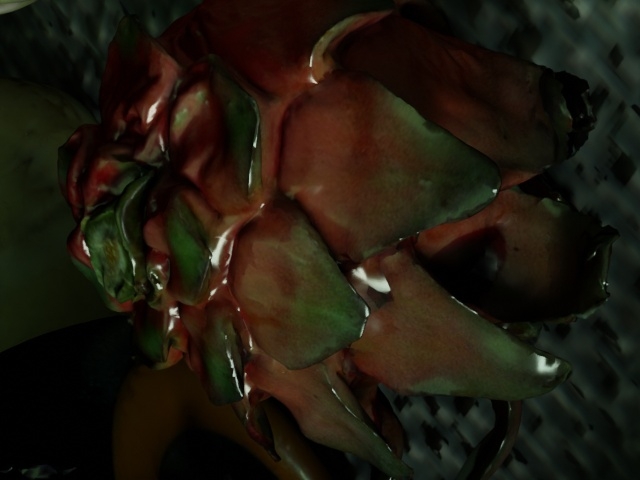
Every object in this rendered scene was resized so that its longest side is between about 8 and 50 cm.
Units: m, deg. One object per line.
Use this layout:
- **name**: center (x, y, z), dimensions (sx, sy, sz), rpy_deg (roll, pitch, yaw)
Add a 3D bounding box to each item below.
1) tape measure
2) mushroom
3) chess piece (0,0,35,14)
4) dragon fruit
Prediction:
- **tape measure**: center (-0.044, 0.125, 0.548), dimensions (0.135, 0.223, 0.202), rpy_deg (-28, 61, 14)
- **mushroom**: center (-0.119, 0.014, 0.654), dimensions (0.112, 0.148, 0.148), rpy_deg (-80, -32, -82)
- **chess piece**: center (-0.101, -0.116, 0.551), dimensions (0.397, 0.117, 0.117), rpy_deg (-13, 101, 53)
- **dragon fruit**: center (0.003, -0.006, 0.490), dimensions (0.142, 0.121, 0.130), rpy_deg (33, 175, -1)
